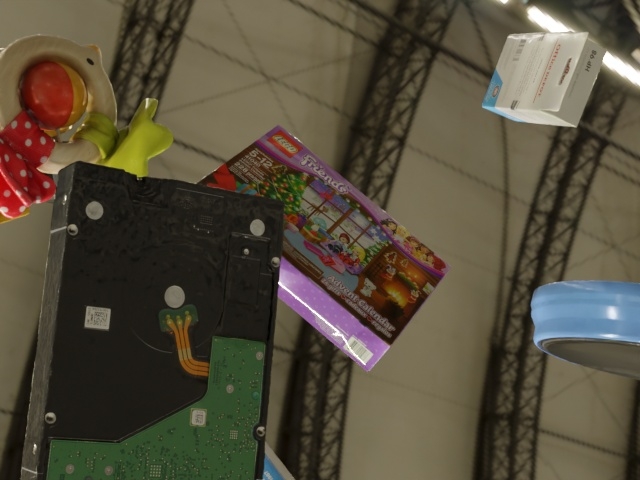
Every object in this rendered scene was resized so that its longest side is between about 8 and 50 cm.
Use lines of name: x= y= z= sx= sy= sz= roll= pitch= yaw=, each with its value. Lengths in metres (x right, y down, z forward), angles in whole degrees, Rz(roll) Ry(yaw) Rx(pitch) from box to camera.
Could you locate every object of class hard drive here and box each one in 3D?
hard drive: x=-0.162 y=0.109 z=1.017 sx=0.236 sy=0.064 sz=0.339 roll=9 pitch=-101 yaw=-30

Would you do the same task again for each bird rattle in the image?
bird rattle: x=-0.317 y=-0.135 z=1.188 sx=0.253 sy=0.143 sz=0.207 roll=-10 pitch=-96 yaw=-37

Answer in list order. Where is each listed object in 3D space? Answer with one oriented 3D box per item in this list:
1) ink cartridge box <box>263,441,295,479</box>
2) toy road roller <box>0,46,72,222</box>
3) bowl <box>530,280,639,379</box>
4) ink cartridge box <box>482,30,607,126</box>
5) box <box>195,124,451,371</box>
ink cartridge box: x=-0.172 y=0.372 z=1.258 sx=0.223 sy=0.307 sz=0.129 roll=46 pitch=174 yaw=33
toy road roller: x=-0.510 y=-0.145 z=1.473 sx=0.329 sy=0.202 sz=0.241 roll=-30 pitch=-63 yaw=-49
bowl: x=0.482 y=0.142 z=1.405 sx=0.391 sy=0.391 sz=0.077 roll=19 pitch=-103 yaw=-33
ink cartridge box: x=0.285 y=-0.200 z=1.268 sx=0.060 sy=0.104 sz=0.180 roll=20 pitch=-178 yaw=-23
box: x=0.000 y=0.000 z=1.245 sx=0.293 sy=0.057 sz=0.201 roll=40 pitch=-142 yaw=5
